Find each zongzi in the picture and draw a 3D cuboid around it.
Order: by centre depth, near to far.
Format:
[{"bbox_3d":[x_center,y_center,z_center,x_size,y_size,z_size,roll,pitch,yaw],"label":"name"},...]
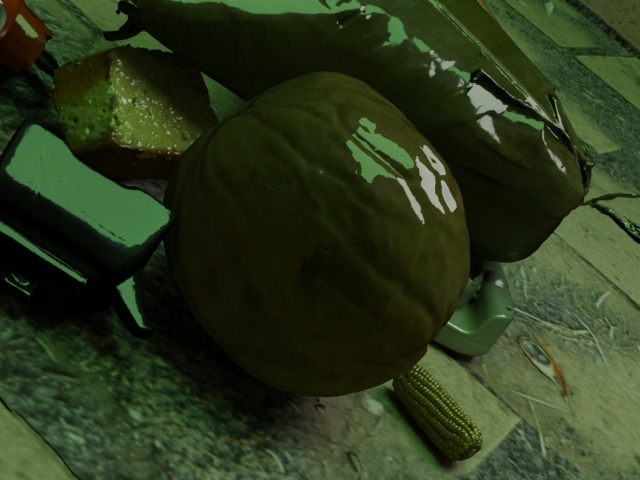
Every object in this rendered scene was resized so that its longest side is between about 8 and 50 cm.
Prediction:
[{"bbox_3d":[0.079,-0.081,1.189,0.447,0.181,0.418,50,36,11],"label":"zongzi"}]

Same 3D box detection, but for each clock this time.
[{"bbox_3d":[0.082,0.018,1.269,0.191,0.062,0.151,29,23,-15],"label":"clock"}]

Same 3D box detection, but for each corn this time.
[{"bbox_3d":[0.090,0.134,1.084,0.037,0.037,0.092,6,38,-52],"label":"corn"}]

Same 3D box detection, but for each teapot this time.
[{"bbox_3d":[-0.177,0.002,0.907,0.177,0.087,0.096,34,47,-6],"label":"teapot"}]

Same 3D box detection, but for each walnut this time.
[{"bbox_3d":[0.000,0.000,0.982,0.228,0.228,0.228,30,23,-14],"label":"walnut"}]

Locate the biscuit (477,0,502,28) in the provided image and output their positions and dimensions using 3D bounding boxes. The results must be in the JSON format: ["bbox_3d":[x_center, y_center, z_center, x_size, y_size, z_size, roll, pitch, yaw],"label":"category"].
[{"bbox_3d":[0.160,-0.157,1.525,0.045,0.299,0.154,-28,45,-17],"label":"biscuit"}]

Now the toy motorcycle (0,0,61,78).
[{"bbox_3d":[-0.336,-0.247,1.102,0.326,0.148,0.221,43,1,11],"label":"toy motorcycle"}]

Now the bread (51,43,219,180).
[{"bbox_3d":[-0.147,-0.102,1.138,0.187,0.065,0.103,1,70,-59],"label":"bread"}]
